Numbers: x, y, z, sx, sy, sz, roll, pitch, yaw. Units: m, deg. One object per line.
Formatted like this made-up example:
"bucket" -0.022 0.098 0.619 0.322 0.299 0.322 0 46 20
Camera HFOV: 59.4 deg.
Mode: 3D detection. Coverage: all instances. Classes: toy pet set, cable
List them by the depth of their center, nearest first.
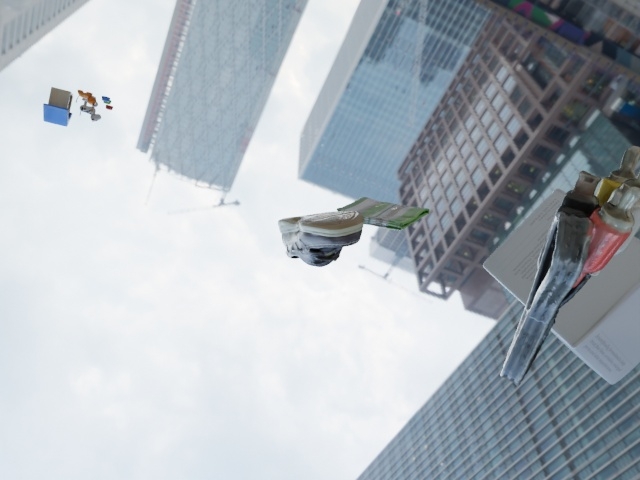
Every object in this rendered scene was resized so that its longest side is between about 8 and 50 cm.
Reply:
"cable" 0.233 0.056 0.530 0.072 0.287 0.139 20 -145 23
"toy pet set" -0.458 -0.244 1.060 0.114 0.065 0.122 11 -179 -16

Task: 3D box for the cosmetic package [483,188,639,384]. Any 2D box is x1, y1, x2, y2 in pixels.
"cosmetic package" 0.355 0.060 0.753 0.151 0.151 0.184 35 -168 -38

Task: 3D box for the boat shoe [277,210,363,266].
"boat shoe" 0.000 0.000 0.980 0.102 0.093 0.285 -12 -173 -23

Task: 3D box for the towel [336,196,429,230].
"towel" 0.119 -0.057 1.086 0.152 0.023 0.113 12 -152 35
